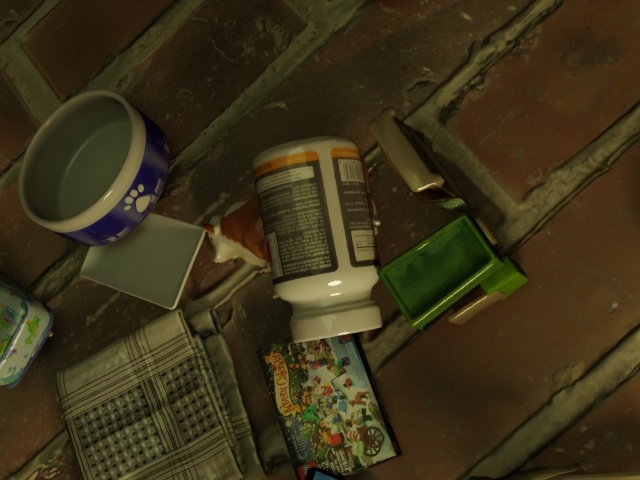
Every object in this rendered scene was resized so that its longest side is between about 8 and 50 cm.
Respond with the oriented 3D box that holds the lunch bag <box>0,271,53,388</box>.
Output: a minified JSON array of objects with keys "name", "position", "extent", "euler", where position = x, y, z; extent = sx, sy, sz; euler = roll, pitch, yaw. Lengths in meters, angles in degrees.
[{"name":"lunch bag","position":[-0.596,0.152,1.520],"extent":[0.219,0.090,0.176],"euler":[25,85,29]}]

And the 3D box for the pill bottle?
[{"name":"pill bottle","position":[0.000,0.000,1.233],"extent":[0.162,0.162,0.278],"euler":[-11,84,16]}]

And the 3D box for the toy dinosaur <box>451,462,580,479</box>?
[{"name":"toy dinosaur","position":[0.224,0.349,1.117],"extent":[0.268,0.118,0.064],"euler":[-12,114,2]}]

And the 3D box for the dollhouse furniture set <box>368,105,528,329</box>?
[{"name":"dollhouse furniture set","position":[0.148,-0.028,1.270],"extent":[0.151,0.197,0.301],"euler":[-38,67,15]}]

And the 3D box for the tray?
[{"name":"tray","position":[-0.303,0.025,1.460],"extent":[0.270,0.030,0.145],"euler":[14,79,40]}]

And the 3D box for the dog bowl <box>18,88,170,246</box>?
[{"name":"dog bowl","position":[-0.399,-0.127,1.499],"extent":[0.265,0.104,0.264],"euler":[-13,61,25]}]

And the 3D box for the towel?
[{"name":"towel","position":[-0.270,0.296,1.395],"extent":[0.324,0.056,0.312],"euler":[-26,68,10]}]

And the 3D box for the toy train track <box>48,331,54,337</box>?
[{"name":"toy train track","position":[-0.520,0.157,1.542],"extent":[0.083,0.014,0.048],"euler":[17,81,23]}]

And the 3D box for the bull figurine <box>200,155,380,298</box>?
[{"name":"bull figurine","position":[-0.047,-0.023,1.382],"extent":[0.310,0.101,0.188],"euler":[-34,74,14]}]

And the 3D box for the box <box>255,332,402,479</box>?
[{"name":"box","position":[0.010,0.249,1.316],"extent":[0.159,0.044,0.233],"euler":[-25,69,11]}]

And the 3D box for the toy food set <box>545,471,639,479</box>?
[{"name":"toy food set","position":[0.331,0.422,1.047],"extent":[0.220,0.092,0.306],"euler":[-12,36,25]}]

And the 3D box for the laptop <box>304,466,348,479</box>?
[{"name":"laptop","position":[0.086,0.437,1.139],"extent":[0.264,0.136,0.234],"euler":[-12,44,39]}]
